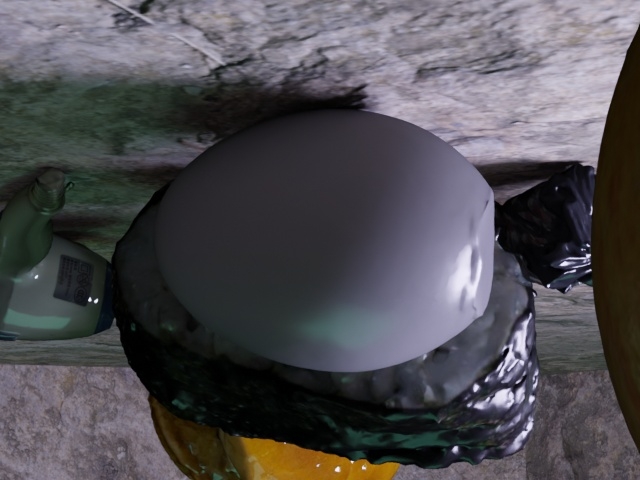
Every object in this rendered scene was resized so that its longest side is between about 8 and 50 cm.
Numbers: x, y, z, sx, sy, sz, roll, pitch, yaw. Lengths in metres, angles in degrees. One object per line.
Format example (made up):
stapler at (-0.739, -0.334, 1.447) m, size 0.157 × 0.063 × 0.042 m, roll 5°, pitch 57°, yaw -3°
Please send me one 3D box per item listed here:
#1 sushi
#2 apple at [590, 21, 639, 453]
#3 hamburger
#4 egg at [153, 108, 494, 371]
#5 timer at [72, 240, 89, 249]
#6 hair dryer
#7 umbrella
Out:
sushi at (0.003, 0.066, 1.031) m, size 0.350 × 0.211 × 0.171 m, roll 8°, pitch 147°, yaw 15°
apple at (0.289, -0.018, 0.421) m, size 0.400 × 0.334 × 0.400 m, roll 0°, pitch 151°, yaw 0°
hamburger at (-0.018, 0.129, 1.287) m, size 0.170 × 0.290 × 0.314 m, roll -5°, pitch 172°, yaw 37°
egg at (0.000, 0.000, 0.867) m, size 0.232 × 0.176 × 0.176 m, roll -1°, pitch 170°, yaw 11°
timer at (-0.268, 0.052, 1.352) m, size 0.107 × 0.107 × 0.109 m, roll -8°, pitch 165°, yaw 37°
hair dryer at (-0.342, 0.001, 1.162) m, size 0.296 × 0.119 × 0.298 m, roll 2°, pitch 155°, yaw 3°
umbrella at (0.150, 0.005, 1.139) m, size 0.122 × 0.110 × 0.272 m, roll -36°, pitch -167°, yaw -34°
